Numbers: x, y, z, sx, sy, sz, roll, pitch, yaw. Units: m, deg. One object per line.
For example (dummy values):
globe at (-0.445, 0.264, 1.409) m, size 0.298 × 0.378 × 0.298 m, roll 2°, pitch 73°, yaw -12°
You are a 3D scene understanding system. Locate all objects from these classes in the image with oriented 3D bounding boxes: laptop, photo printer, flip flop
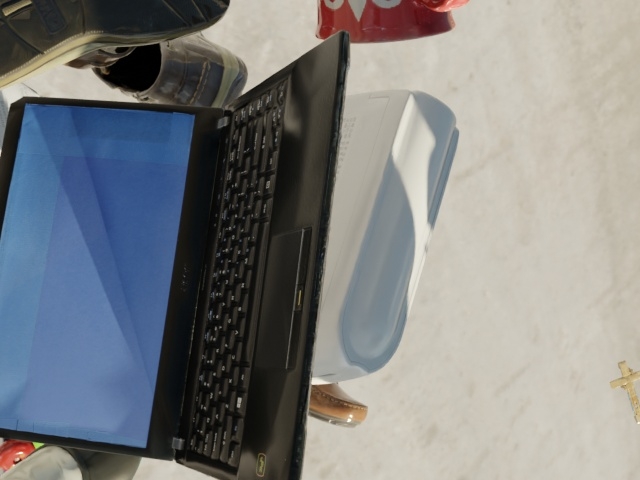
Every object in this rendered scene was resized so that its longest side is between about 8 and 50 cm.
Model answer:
laptop at (-0.111, 0.011, 0.507) m, size 0.136 × 0.264 × 0.234 m, roll 11°, pitch 80°, yaw -25°
photo printer at (0.000, 0.000, 0.942) m, size 0.107 × 0.256 × 0.308 m, roll 30°, pitch 71°, yaw -38°
flip flop at (-0.216, -0.191, 0.775) m, size 0.277 × 0.112 × 0.080 m, roll -25°, pitch 173°, yaw -11°

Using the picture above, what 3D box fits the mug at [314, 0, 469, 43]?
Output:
mug at (0.062, -0.245, 0.676) m, size 0.113 × 0.150 × 0.169 m, roll -35°, pitch 126°, yaw -53°

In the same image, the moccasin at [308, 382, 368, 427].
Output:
moccasin at (-0.045, 0.217, 1.657) m, size 0.139 × 0.380 × 0.147 m, roll 31°, pitch 93°, yaw -44°

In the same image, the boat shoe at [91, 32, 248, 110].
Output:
boat shoe at (-0.227, -0.247, 1.152) m, size 0.130 × 0.355 × 0.132 m, roll 20°, pitch 96°, yaw -40°

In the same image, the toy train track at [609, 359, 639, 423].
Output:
toy train track at (0.397, 0.193, 1.130) m, size 0.048 × 0.014 × 0.083 m, roll -19°, pitch 94°, yaw -3°

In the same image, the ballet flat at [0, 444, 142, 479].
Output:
ballet flat at (-0.291, 0.268, 0.853) m, size 0.280 × 0.095 × 0.096 m, roll -39°, pitch 164°, yaw 13°

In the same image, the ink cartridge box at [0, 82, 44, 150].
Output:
ink cartridge box at (-0.464, -0.134, 1.110) m, size 0.385 × 0.308 × 0.091 m, roll -36°, pitch 113°, yaw -67°

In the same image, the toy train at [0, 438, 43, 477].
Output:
toy train at (-0.317, 0.280, 1.051) m, size 0.143 × 0.105 × 0.248 m, roll -5°, pitch 125°, yaw -26°
